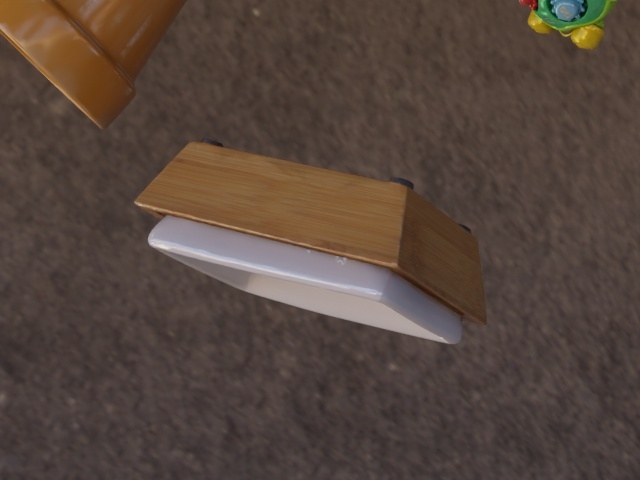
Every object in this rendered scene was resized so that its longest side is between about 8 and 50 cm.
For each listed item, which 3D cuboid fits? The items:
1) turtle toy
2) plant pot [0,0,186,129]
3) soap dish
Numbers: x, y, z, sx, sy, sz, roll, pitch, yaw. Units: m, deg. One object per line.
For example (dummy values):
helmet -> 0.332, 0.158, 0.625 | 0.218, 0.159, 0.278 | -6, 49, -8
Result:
turtle toy -> 0.192, -0.217, 1.367 | 0.130, 0.066, 0.095 | 28, 97, 43
plant pot -> -0.242, -0.256, 1.796 | 0.188, 0.205, 0.205 | -46, 55, -3
soap dish -> 0.000, 0.000, 1.611 | 0.291, 0.229, 0.118 | 14, 81, 29
